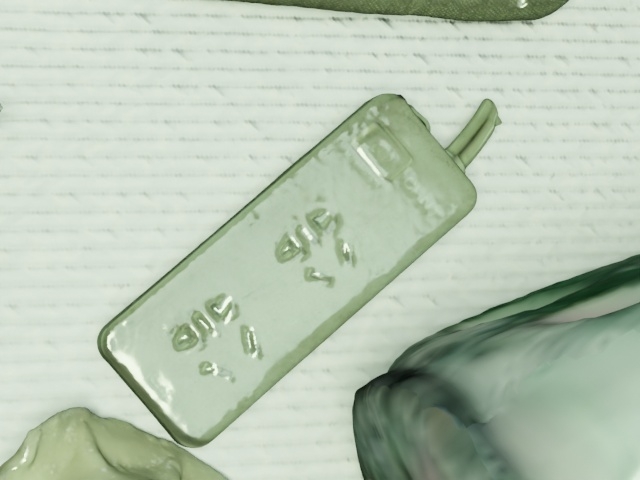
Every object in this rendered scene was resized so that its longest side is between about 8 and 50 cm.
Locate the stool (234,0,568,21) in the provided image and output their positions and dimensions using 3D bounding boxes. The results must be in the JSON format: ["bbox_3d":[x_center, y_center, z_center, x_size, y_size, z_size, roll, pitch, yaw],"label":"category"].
[{"bbox_3d":[0.047,-0.300,0.775,0.310,0.226,0.310,1,85,-11],"label":"stool"}]

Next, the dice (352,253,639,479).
[{"bbox_3d":[0.230,0.166,0.721,0.348,0.328,0.330,-17,89,-13],"label":"dice"}]

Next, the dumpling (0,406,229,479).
[{"bbox_3d":[-0.098,0.176,0.777,0.169,0.100,0.134,42,40,15],"label":"dumpling"}]

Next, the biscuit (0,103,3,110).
[{"bbox_3d":[-0.338,-0.008,0.737,0.309,0.079,0.186,7,84,-13],"label":"biscuit"}]

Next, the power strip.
[{"bbox_3d":[0.000,0.000,0.826,0.288,0.053,0.093,-42,94,-12],"label":"power strip"}]
